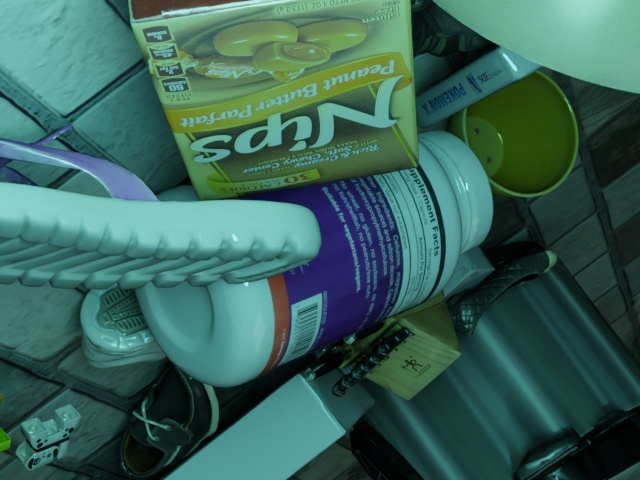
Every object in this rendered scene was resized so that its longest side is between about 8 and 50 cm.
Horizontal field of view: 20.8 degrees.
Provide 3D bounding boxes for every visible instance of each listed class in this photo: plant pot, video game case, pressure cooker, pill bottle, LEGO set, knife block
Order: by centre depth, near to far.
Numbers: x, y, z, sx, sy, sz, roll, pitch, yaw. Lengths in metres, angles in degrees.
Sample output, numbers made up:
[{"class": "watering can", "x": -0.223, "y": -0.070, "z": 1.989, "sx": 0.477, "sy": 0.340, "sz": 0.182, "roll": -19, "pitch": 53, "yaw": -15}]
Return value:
[{"class": "plant pot", "x": 0.219, "y": -0.257, "z": 1.252, "sx": 0.284, "sy": 0.284, "sz": 0.191, "roll": -17, "pitch": 138, "yaw": -43}, {"class": "video game case", "x": 0.254, "y": -0.213, "z": 1.569, "sx": 0.329, "sy": 0.036, "sz": 0.300, "roll": -31, "pitch": -178, "yaw": -12}, {"class": "pill bottle", "x": 0.000, "y": 0.000, "z": 1.582, "sx": 0.323, "sy": 0.181, "sz": 0.181, "roll": -22, "pitch": 157, "yaw": -36}, {"class": "LEGO set", "x": -0.345, "y": 0.208, "z": 1.625, "sx": 0.227, "sy": 0.087, "sz": 0.093, "roll": -20, "pitch": 141, "yaw": -38}, {"class": "plant pot", "x": 0.177, "y": -0.101, "z": 1.758, "sx": 0.134, "sy": 0.134, "sz": 0.095, "roll": -25, "pitch": -178, "yaw": -28}, {"class": "knife block", "x": 0.029, "y": 0.056, "z": 1.876, "sx": 0.242, "sy": 0.276, "sz": 0.088, "roll": 32, "pitch": 118, "yaw": -30}, {"class": "pressure cooker", "x": 0.268, "y": 0.258, "z": 2.283, "sx": 0.369, "sy": 0.420, "sz": 0.375, "roll": -17, "pitch": 155, "yaw": -44}]

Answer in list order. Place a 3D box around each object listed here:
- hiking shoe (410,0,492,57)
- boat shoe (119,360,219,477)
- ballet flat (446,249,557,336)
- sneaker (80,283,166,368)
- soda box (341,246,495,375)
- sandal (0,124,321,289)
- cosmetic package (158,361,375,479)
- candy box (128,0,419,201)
[{"class": "hiking shoe", "x": 0.060, "y": -0.186, "z": 1.428, "sx": 0.114, "sy": 0.086, "sz": 0.227, "roll": -26, "pitch": 162, "yaw": 22}, {"class": "boat shoe", "x": -0.168, "y": 0.196, "z": 1.911, "sx": 0.079, "sy": 0.084, "sz": 0.233, "roll": -25, "pitch": 162, "yaw": -29}, {"class": "ballet flat", "x": 0.220, "y": 0.061, "z": 2.094, "sx": 0.173, "sy": 0.049, "sz": 0.057, "roll": -31, "pitch": 164, "yaw": -24}, {"class": "sneaker", "x": -0.131, "y": 0.060, "z": 1.673, "sx": 0.232, "sy": 0.090, "sz": 0.115, "roll": -16, "pitch": 161, "yaw": -25}, {"class": "soda box", "x": 0.104, "y": 0.077, "z": 2.113, "sx": 0.216, "sy": 0.069, "sz": 0.074, "roll": -43, "pitch": 161, "yaw": 21}, {"class": "sandal", "x": -0.190, "y": -0.029, "z": 1.297, "sx": 0.416, "sy": 0.102, "sz": 0.169, "roll": 7, "pitch": 160, "yaw": -39}, {"class": "cosmetic package", "x": -0.120, "y": 0.290, "z": 2.098, "sx": 0.377, "sy": 0.097, "sz": 0.284, "roll": -39, "pitch": 178, "yaw": 8}, {"class": "candy box", "x": -0.026, "y": -0.134, "z": 1.268, "sx": 0.182, "sy": 0.088, "sz": 0.316, "roll": -8, "pitch": 159, "yaw": 2}]
